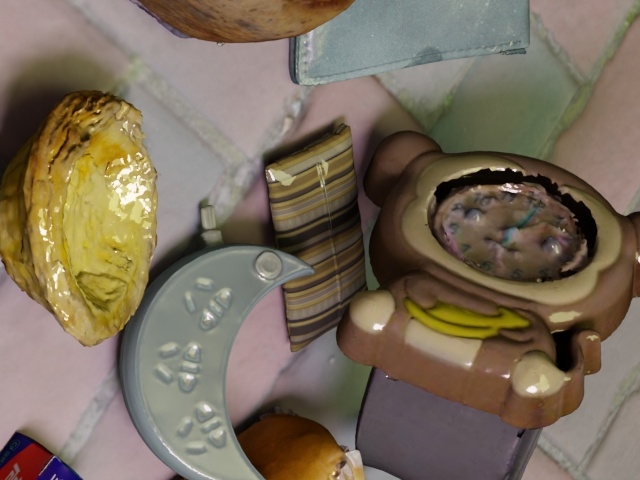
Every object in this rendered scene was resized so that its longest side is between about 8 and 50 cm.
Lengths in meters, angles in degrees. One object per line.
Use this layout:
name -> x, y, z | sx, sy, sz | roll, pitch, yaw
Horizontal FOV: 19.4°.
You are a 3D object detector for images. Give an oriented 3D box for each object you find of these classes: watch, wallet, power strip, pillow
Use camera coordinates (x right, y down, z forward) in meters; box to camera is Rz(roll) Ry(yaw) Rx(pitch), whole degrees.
watch -> 0.144, 0.113, 1.781 | 0.335, 0.314, 0.327 | -58, 163, -46
wallet -> 0.093, -0.282, 1.759 | 0.290, 0.054, 0.251 | -17, 115, -36
power strip -> -0.095, 0.096, 1.682 | 0.168, 0.054, 0.253 | 12, 80, -22
pillow -> 0.000, 0.000, 1.790 | 0.113, 0.038, 0.203 | -30, 125, -35

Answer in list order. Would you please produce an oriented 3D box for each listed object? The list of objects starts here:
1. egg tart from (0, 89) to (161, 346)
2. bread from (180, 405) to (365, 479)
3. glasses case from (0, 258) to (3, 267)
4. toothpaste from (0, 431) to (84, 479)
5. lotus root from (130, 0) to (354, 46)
egg tart -> -0.201, -0.021, 1.534 | 0.212, 0.090, 0.212 | 2, 90, -67
bread -> -0.076, 0.266, 1.754 | 0.241, 0.136, 0.107 | -38, 128, -25
glasses case -> -0.315, 0.007, 1.498 | 0.164, 0.041, 0.063 | -18, 115, -37
toothpaste -> -0.321, 0.318, 1.598 | 0.320, 0.066, 0.076 | -53, 133, -15
lotus root -> -0.041, -0.278, 1.532 | 0.272, 0.192, 0.272 | -10, 107, -33
